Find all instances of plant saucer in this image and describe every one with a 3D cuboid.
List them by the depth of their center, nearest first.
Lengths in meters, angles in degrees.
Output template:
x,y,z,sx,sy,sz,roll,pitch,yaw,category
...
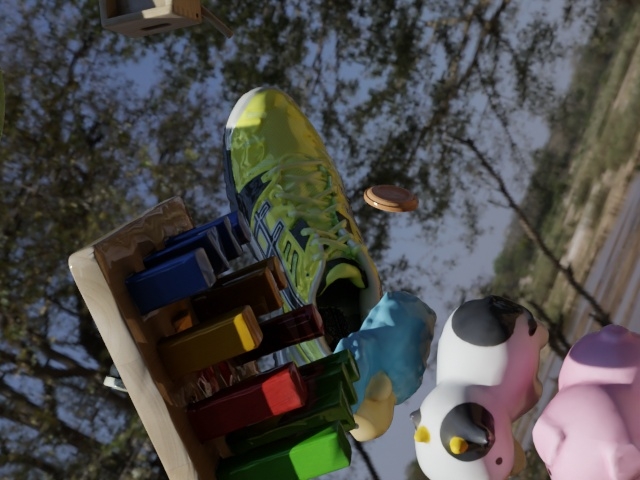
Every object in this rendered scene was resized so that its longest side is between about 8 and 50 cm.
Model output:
x,y,z,sx,sy,sz,roll,pitch,yaw,category
0.108,-0.066,1.287,0.083,0.083,0.013,-44,-34,-59,plant saucer

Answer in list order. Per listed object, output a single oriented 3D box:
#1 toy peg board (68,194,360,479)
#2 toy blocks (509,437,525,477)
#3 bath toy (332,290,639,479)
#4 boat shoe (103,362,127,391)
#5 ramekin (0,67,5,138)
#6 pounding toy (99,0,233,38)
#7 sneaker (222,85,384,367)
x,y,z,sx,sy,sz,roll,pitch,yaw,category
-0.039,0.051,0.457,0.161,0.079,0.160,-70,-42,-78,toy peg board
0.155,0.238,0.932,0.054,0.123,0.148,-6,-40,-22,toy blocks
0.179,0.119,0.602,0.129,0.348,0.151,20,-103,-59,bath toy
-0.182,0.154,1.170,0.340,0.127,0.113,22,-99,-69,boat shoe
-0.575,-0.181,1.094,0.148,0.303,0.303,-6,-63,-68,ramekin
-0.204,-0.325,1.116,0.100,0.141,0.130,-5,-91,-68,pounding toy
0.000,0.000,0.945,0.145,0.384,0.147,-14,-10,-27,sneaker
